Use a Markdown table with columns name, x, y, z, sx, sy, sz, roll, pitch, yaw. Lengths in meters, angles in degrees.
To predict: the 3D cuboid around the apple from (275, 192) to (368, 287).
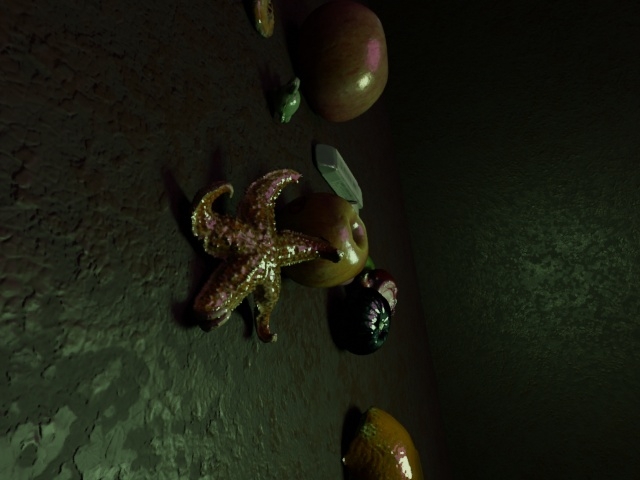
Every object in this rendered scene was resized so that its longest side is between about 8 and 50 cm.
| name | x | y | z | sx | sy | sz | roll | pitch | yaw |
| --- | --- | --- | --- | --- | --- | --- | --- | --- | --- |
| apple | 0.000 | 0.000 | 0.894 | 0.211 | 0.188 | 0.211 | -14 | 90 | -70 |

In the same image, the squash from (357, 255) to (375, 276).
| name | x | y | z | sx | sy | sz | roll | pitch | yaw |
| --- | --- | --- | --- | --- | --- | --- | --- | --- | --- |
| squash | 0.137 | 0.080 | 1.396 | 0.219 | 0.077 | 0.068 | 46 | 30 | -54 |

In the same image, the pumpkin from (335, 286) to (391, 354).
| name | x | y | z | sx | sy | sz | roll | pitch | yaw |
| --- | --- | --- | --- | --- | --- | --- | --- | --- | --- |
| pumpkin | 0.122 | 0.232 | 1.178 | 0.202 | 0.140 | 0.202 | -15 | 109 | -54 |

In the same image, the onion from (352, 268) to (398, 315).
| name | x | y | z | sx | sy | sz | roll | pitch | yaw |
| --- | --- | --- | --- | --- | --- | --- | --- | --- | --- |
| onion | 0.156 | 0.161 | 1.335 | 0.198 | 0.135 | 0.173 | 46 | 58 | -33 |

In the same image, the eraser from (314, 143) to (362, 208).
| name | x | y | z | sx | sy | sz | roll | pitch | yaw |
| --- | --- | --- | --- | --- | --- | --- | --- | --- | --- |
| eraser | 0.068 | -0.208 | 1.372 | 0.352 | 0.061 | 0.089 | 42 | 42 | -61 |

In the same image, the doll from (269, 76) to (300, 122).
| name | x | y | z | sx | sy | sz | roll | pitch | yaw |
| --- | --- | --- | --- | --- | --- | --- | --- | --- | --- |
| doll | -0.088 | -0.359 | 1.029 | 0.150 | 0.077 | 0.115 | -85 | -165 | -63 |

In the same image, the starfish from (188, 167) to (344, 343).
| name | x | y | z | sx | sy | sz | roll | pitch | yaw |
| --- | --- | --- | --- | --- | --- | --- | --- | --- | --- |
| starfish | -0.091 | 0.029 | 0.691 | 0.303 | 0.113 | 0.312 | -6 | 94 | -45 |

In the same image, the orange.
| name | x | y | z | sx | sy | sz | roll | pitch | yaw |
| --- | --- | --- | --- | --- | --- | --- | --- | --- | --- |
| orange | 0.177 | 0.629 | 1.113 | 0.262 | 0.196 | 0.334 | 67 | 12 | -67 |

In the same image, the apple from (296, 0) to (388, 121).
| name | x | y | z | sx | sy | sz | roll | pitch | yaw |
| --- | --- | --- | --- | --- | --- | --- | --- | --- | --- |
| apple | 0.080 | -0.558 | 1.277 | 0.345 | 0.269 | 0.344 | -11 | 90 | -71 |

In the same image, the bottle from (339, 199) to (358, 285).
| name | x | y | z | sx | sy | sz | roll | pitch | yaw |
| --- | --- | --- | --- | --- | --- | --- | --- | --- | --- |
| bottle | 0.052 | 0.007 | 1.127 | 0.110 | 0.110 | 0.233 | -26 | 117 | -70 |

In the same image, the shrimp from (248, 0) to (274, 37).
| name | x | y | z | sx | sy | sz | roll | pitch | yaw |
| --- | --- | --- | --- | --- | --- | --- | --- | --- | --- |
| shrimp | -0.146 | -0.591 | 1.018 | 0.132 | 0.052 | 0.187 | 82 | 12 | -66 |
